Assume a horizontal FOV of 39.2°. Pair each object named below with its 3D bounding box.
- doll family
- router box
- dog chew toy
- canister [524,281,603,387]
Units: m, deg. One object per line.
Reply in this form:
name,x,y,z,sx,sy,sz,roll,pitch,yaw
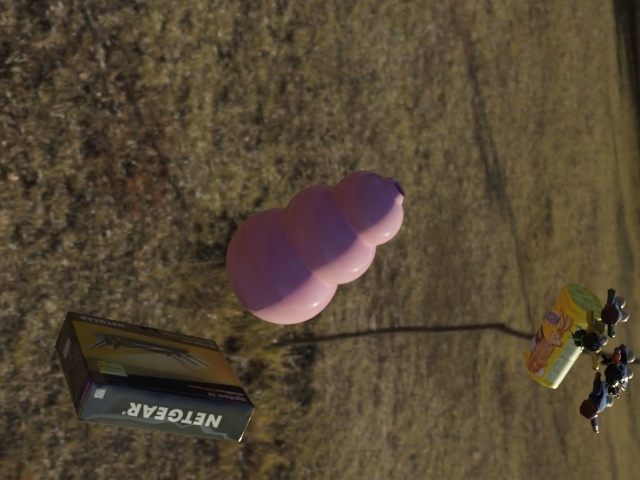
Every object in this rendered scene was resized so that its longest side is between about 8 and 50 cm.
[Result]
doll family,0.384,0.164,1.220,0.111,0.076,0.193,-9,88,-66
router box,-0.302,0.245,1.620,0.309,0.243,0.081,16,107,-32
dog chew toy,0.000,0.000,1.534,0.206,0.332,0.206,47,20,-24
canister,0.456,0.179,1.692,0.126,0.073,0.170,-72,-172,-68
